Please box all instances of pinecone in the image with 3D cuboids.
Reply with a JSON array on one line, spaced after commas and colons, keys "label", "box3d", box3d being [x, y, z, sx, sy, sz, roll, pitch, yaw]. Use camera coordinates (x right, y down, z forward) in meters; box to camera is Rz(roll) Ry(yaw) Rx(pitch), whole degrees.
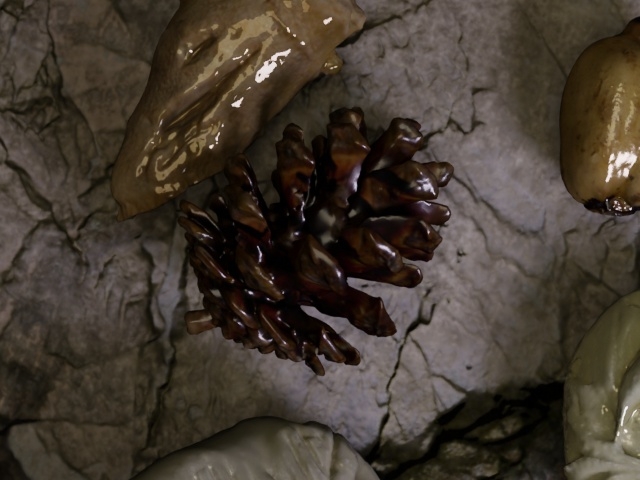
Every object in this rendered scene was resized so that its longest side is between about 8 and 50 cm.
[{"label": "pinecone", "box3d": [0.000, 0.000, 1.672, 0.309, 0.244, 0.244, -44, 82, -7]}]

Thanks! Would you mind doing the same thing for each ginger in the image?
[{"label": "ginger", "box3d": [-0.100, -0.160, 1.743, 0.190, 0.126, 0.354, 33, 91, -3]}]

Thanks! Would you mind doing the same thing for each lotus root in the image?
[{"label": "lotus root", "box3d": [0.302, -0.131, 1.682, 0.125, 0.118, 0.221, 12, 87, -23]}]

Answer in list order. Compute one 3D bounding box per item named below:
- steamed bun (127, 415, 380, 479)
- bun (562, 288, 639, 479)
[{"label": "steamed bun", "box3d": [-0.073, 0.366, 1.656, 0.367, 0.255, 0.342, -17, 65, -20]}, {"label": "bun", "box3d": [0.349, 0.178, 1.640, 0.259, 0.160, 0.259, 0, 86, 6]}]
